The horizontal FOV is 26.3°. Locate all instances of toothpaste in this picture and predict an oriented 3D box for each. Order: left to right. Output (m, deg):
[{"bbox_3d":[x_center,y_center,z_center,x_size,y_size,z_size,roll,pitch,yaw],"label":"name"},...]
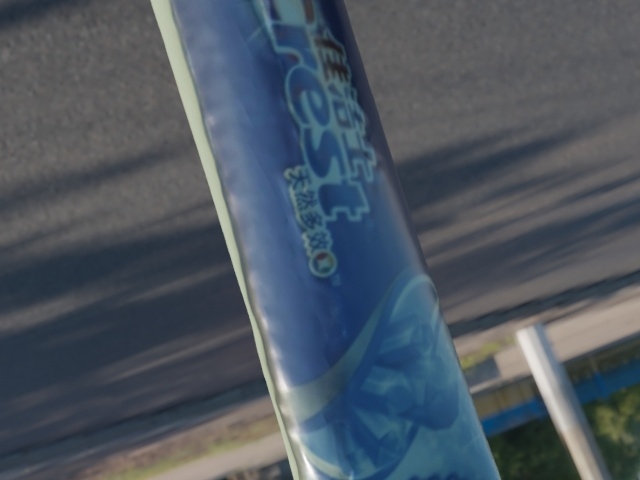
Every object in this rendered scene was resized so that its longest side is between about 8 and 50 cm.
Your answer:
[{"bbox_3d":[-0.001,0.000,0.363,0.047,0.268,0.069,-13,-173,30],"label":"toothpaste"}]
